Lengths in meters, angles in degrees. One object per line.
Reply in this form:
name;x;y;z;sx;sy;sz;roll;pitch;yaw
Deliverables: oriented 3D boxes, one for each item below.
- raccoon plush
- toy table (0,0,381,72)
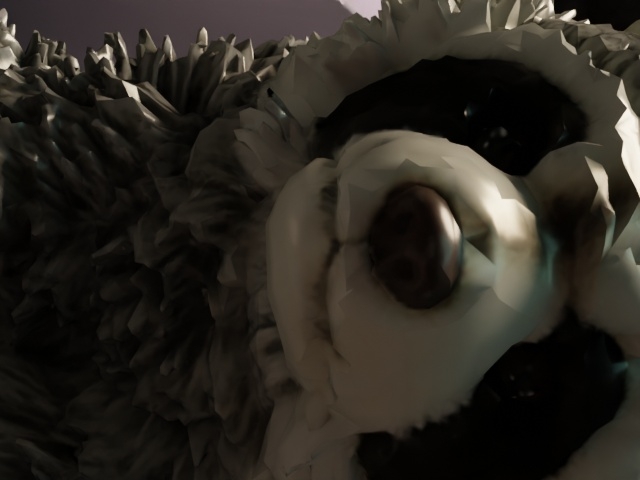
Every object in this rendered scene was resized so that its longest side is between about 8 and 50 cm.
raccoon plush;0.000;0.000;0.604;0.446;0.299;0.216;-80;164;-78
toy table;-0.046;-0.152;0.755;0.274;0.252;0.161;155;-53;-70
